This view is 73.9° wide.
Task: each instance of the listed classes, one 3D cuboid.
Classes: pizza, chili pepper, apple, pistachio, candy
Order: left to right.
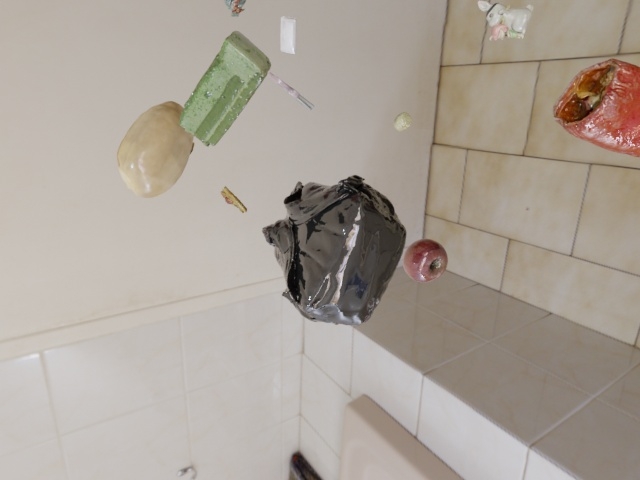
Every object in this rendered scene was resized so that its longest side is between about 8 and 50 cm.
[{"bbox_3d":[-0.489,-0.270,1.269,0.188,0.188,0.299,-3,62,57],"label":"pistachio"},{"bbox_3d":[-0.220,-0.099,1.040,0.083,0.025,0.078,47,165,-29],"label":"pizza"},{"bbox_3d":[-0.323,-0.927,1.570,0.086,0.059,0.291,-26,61,19],"label":"candy"},{"bbox_3d":[0.355,0.067,1.462,0.120,0.154,0.153,-142,50,-57],"label":"apple"},{"bbox_3d":[0.932,-0.413,1.316,0.229,0.306,0.251,-93,20,-50],"label":"chili pepper"}]

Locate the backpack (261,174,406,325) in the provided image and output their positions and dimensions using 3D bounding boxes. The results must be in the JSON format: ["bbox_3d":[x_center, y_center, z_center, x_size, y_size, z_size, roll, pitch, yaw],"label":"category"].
[{"bbox_3d":[0.000,0.000,1.106,0.363,0.255,0.446,-66,27,3],"label":"backpack"}]

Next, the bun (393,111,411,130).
[{"bbox_3d":[0.363,-0.516,1.855,0.055,0.086,0.086,45,134,34],"label":"bun"}]

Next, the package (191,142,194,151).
[{"bbox_3d":[-0.551,-0.350,1.661,0.071,0.131,0.047,9,117,11],"label":"package"}]

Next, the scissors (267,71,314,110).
[{"bbox_3d":[-0.115,-0.616,1.771,0.030,0.242,0.118,-52,41,11],"label":"scissors"}]

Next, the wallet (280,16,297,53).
[{"bbox_3d":[-0.117,-0.752,1.558,0.122,0.061,0.025,96,-174,-48],"label":"wallet"}]

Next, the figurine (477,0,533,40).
[{"bbox_3d":[0.499,-0.608,1.179,0.146,0.081,0.098,17,96,17],"label":"figurine"}]

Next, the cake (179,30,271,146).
[{"bbox_3d":[-0.201,-0.289,0.854,0.235,0.100,0.099,-48,21,19],"label":"cake"}]
